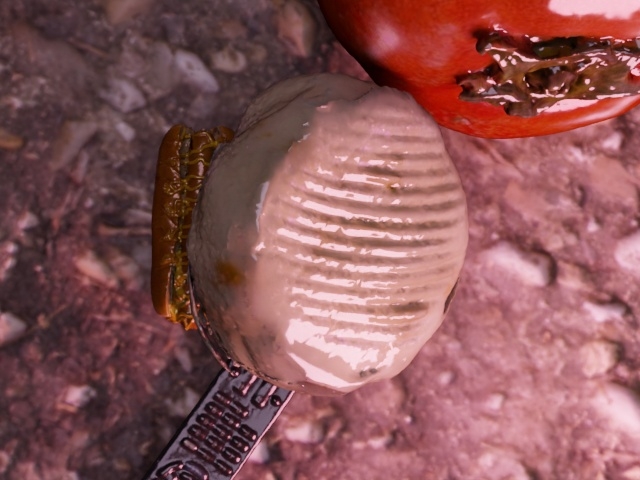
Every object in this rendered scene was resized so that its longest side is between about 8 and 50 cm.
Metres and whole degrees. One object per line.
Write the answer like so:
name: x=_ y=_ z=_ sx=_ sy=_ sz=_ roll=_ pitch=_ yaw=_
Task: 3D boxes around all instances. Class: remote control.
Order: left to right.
remote control: x=-0.094 y=0.174 z=0.735 sx=0.063 sy=0.025 sz=0.245 roll=37 pitch=81 yaw=-3

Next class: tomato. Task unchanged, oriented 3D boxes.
tomato: x=0.156 y=-0.239 z=0.679 sx=0.325 sy=0.293 sz=0.289 roll=0 pitch=71 yaw=-2

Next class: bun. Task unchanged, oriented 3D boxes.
bun: x=0.000 y=0.000 z=0.692 sx=0.239 sy=0.141 sz=0.239 roll=-7 pitch=102 yaw=-35

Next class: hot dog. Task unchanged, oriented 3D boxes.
hot dog: x=-0.099 y=-0.011 z=0.740 sx=0.071 sy=0.045 sz=0.165 roll=3 pitch=85 yaw=-7
